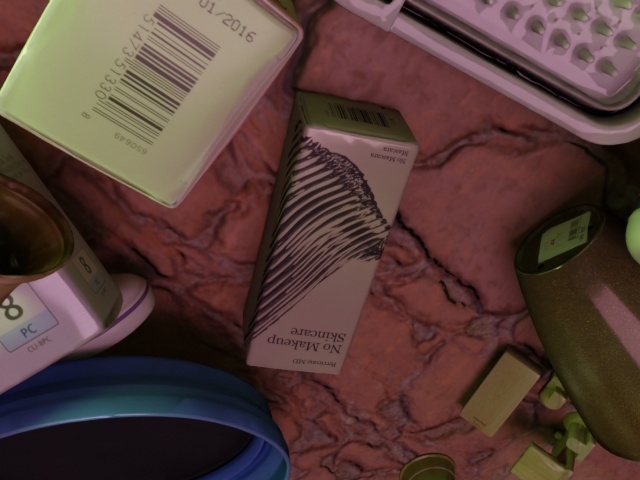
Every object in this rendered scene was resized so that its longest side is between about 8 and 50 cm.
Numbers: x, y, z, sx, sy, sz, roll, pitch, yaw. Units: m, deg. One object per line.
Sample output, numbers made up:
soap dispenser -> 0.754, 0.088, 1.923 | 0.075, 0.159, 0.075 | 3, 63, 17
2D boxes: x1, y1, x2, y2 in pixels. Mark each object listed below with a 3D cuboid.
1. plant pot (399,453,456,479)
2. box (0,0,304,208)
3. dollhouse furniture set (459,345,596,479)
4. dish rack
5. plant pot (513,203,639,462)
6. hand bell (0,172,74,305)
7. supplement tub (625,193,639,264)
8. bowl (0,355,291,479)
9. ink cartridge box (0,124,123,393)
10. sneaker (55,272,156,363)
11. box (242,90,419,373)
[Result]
plant pot -> 0.159, 0.354, 0.935 | 0.083, 0.079, 0.083 | -4, 122, -7
box -> -0.113, -0.157, 0.481 | 0.126, 0.232, 0.149 | 31, 113, -25
dollhouse furniture set -> 0.285, 0.219, 0.900 | 0.151, 0.123, 0.144 | 34, 117, 12
dish rack -> 0.188, -0.260, 0.527 | 0.332, 0.072, 0.286 | 27, 115, -8
plant pot -> 0.322, 0.078, 0.730 | 0.215, 0.215, 0.230 | -38, 105, 15
hand bell -> -0.292, 0.074, 0.502 | 0.126, 0.126, 0.242 | 26, 113, -22
supplement tub -> 0.419, -0.094, 0.554 | 0.228, 0.228, 0.316 | 25, 88, -22
bowl -> -0.231, 0.253, 0.756 | 0.390, 0.077, 0.391 | -8, 141, -7
ink cartridge box -> -0.403, -0.014, 0.554 | 0.308, 0.091, 0.385 | -30, 107, 6
sneaker -> -0.317, 0.048, 0.662 | 0.281, 0.102, 0.161 | -13, 120, 0
box -> 0.000, 0.000, 0.680 | 0.113, 0.094, 0.275 | 7, 120, -13
